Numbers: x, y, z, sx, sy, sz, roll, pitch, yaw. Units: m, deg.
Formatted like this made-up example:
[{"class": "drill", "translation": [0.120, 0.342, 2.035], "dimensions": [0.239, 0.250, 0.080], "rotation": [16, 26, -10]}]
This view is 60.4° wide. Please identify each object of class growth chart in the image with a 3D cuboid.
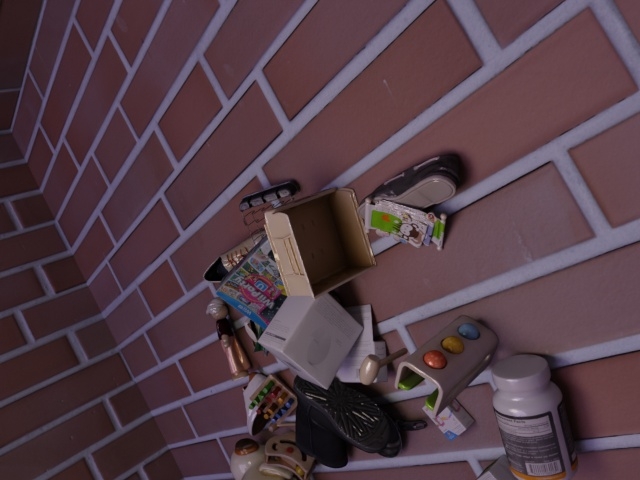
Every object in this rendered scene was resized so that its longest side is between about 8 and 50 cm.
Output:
[{"class": "growth chart", "translation": [0.218, -0.040, 1.445], "dimensions": [0.238, 0.021, 0.172], "rotation": [16, 147, 24]}]

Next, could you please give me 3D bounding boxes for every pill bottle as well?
[{"class": "pill bottle", "translation": [0.510, 0.430, 1.328], "dimensions": [0.162, 0.162, 0.278], "rotation": [-8, 102, 48]}]

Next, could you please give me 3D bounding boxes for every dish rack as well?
[{"class": "dish rack", "translation": [-0.135, -0.038, 1.790], "dimensions": [0.209, 0.074, 0.271], "rotation": [-16, 105, 19]}]

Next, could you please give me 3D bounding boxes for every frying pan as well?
[{"class": "frying pan", "translation": [0.217, 0.584, 1.784], "dimensions": [0.197, 0.053, 0.326], "rotation": [46, 135, 21]}]

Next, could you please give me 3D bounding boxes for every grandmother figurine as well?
[{"class": "grandmother figurine", "translation": [-0.386, 0.400, 2.283], "dimensions": [0.208, 0.104, 0.342], "rotation": [-23, 86, 69]}]

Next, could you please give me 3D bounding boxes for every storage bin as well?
[{"class": "storage bin", "translation": [0.000, 0.000, 1.578], "dimensions": [0.123, 0.262, 0.260], "rotation": [-7, 103, 50]}]

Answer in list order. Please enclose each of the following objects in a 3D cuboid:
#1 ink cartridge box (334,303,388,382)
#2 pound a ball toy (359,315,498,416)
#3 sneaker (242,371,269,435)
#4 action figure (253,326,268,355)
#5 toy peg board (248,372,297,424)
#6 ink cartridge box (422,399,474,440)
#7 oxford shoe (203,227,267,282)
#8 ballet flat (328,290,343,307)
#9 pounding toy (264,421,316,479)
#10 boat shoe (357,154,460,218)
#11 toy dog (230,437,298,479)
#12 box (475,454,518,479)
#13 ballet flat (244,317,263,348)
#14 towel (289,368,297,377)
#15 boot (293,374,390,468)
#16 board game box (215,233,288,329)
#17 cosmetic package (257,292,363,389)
[{"class": "ink cartridge box", "translation": [0.096, 0.340, 1.795], "dimensions": [0.275, 0.060, 0.238], "rotation": [-16, 72, 49]}, {"class": "pound a ball toy", "translation": [0.276, 0.287, 1.382], "dimensions": [0.208, 0.319, 0.135], "rotation": [31, 128, 33]}, {"class": "sneaker", "translation": [-0.272, 0.677, 2.309], "dimensions": [0.123, 0.106, 0.289], "rotation": [28, 115, 38]}, {"class": "action figure", "translation": [-0.177, 0.311, 2.031], "dimensions": [0.063, 0.137, 0.232], "rotation": [-138, 49, -71]}, {"class": "toy peg board", "translation": [-0.190, 0.637, 2.149], "dimensions": [0.161, 0.079, 0.161], "rotation": [41, 114, 6]}, {"class": "ink cartridge box", "translation": [0.368, 0.503, 1.592], "dimensions": [0.122, 0.052, 0.088], "rotation": [48, 136, 20]}, {"class": "oxford shoe", "translation": [-0.261, 0.069, 1.947], "dimensions": [0.397, 0.147, 0.140], "rotation": [-35, 78, 37]}, {"class": "ballet flat", "translation": [-0.028, 0.179, 1.842], "dimensions": [0.250, 0.058, 0.084], "rotation": [33, 122, 32]}, {"class": "pounding toy", "translation": [-0.135, 0.825, 2.189], "dimensions": [0.270, 0.154, 0.154], "rotation": [30, 128, 33]}, {"class": "boat shoe", "translation": [0.229, -0.127, 1.425], "dimensions": [0.112, 0.095, 0.335], "rotation": [37, 149, -22]}, {"class": "toy dog", "translation": [-0.256, 1.026, 2.269], "dimensions": [0.407, 0.396, 0.284], "rotation": [-112, 11, -52]}, {"class": "box", "translation": [0.495, 0.669, 1.511], "dimensions": [0.102, 0.087, 0.101], "rotation": [45, 135, 21]}, {"class": "ballet flat", "translation": [-0.249, 0.271, 2.081], "dimensions": [0.108, 0.106, 0.315], "rotation": [-4, 105, 48]}, {"class": "towel", "translation": [-0.068, 0.397, 1.971], "dimensions": [0.187, 0.049, 0.282], "rotation": [31, 132, 54]}, {"class": "boot", "translation": [0.060, 0.664, 1.859], "dimensions": [0.367, 0.146, 0.445], "rotation": [35, 141, 31]}, {"class": "board game box", "translation": [-0.157, 0.125, 1.773], "dimensions": [0.224, 0.097, 0.303], "rotation": [38, 120, -14]}, {"class": "cosmetic package", "translation": [-0.026, 0.285, 1.665], "dimensions": [0.138, 0.224, 0.224], "rotation": [7, 146, 52]}]
